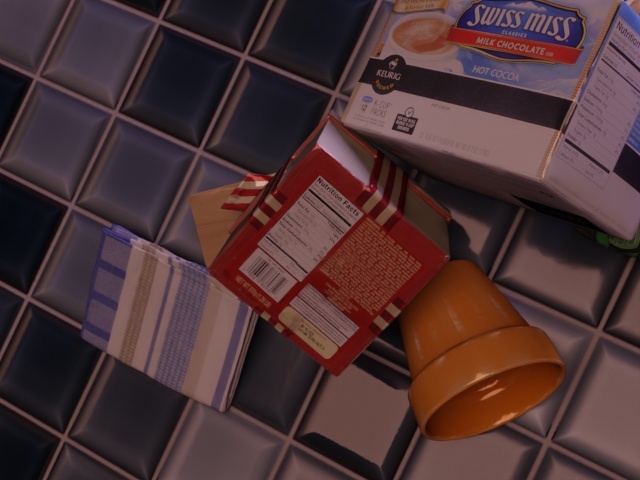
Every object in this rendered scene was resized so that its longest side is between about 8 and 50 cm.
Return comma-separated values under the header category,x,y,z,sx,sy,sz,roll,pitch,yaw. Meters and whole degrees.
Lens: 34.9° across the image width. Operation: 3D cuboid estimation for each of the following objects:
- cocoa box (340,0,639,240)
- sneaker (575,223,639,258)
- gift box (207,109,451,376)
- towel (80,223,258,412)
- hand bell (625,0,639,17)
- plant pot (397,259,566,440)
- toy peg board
category,x,y,z,sx,sy,sz,roll,pitch,yaw
cocoa box,0.249,-0.178,1.301,0.347,0.231,0.228,23,89,46
sneaker,0.486,-0.128,1.355,0.146,0.134,0.343,31,100,11
gift box,0.000,0.000,1.357,0.276,0.258,0.255,-43,98,17
towel,-0.230,0.116,1.540,0.285,0.034,0.209,23,109,20
hand bell,0.431,-0.303,1.323,0.126,0.242,0.126,-2,82,15
plant pot,0.194,0.137,1.365,0.205,0.205,0.188,-29,59,10
toy peg board,-0.093,-0.012,1.532,0.161,0.079,0.160,-13,94,15
